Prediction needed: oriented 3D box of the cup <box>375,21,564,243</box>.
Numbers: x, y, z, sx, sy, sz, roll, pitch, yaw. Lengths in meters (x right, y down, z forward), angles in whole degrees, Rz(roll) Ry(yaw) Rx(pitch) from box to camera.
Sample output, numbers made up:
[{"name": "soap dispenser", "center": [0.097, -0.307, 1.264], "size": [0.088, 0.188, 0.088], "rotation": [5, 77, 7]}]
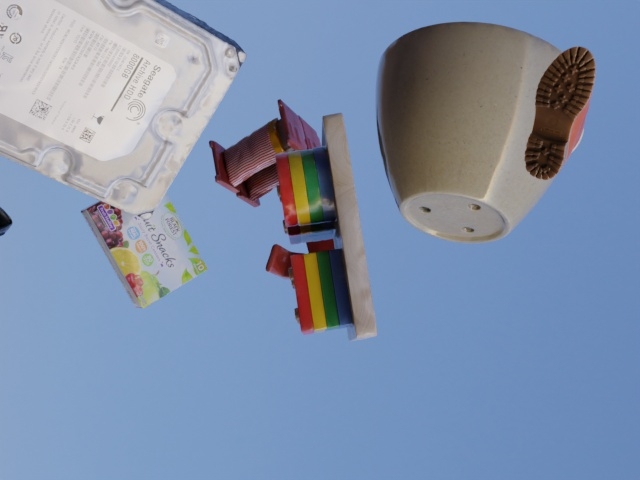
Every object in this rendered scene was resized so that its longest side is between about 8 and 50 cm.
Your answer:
[{"name": "cup", "center": [0.224, -0.135, 1.433], "size": [0.331, 0.331, 0.237], "rotation": [-16, -127, 52]}]

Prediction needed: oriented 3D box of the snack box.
[{"name": "snack box", "center": [-0.219, 0.000, 1.178], "size": [0.037, 0.100, 0.141], "rotation": [-5, -65, 62]}]

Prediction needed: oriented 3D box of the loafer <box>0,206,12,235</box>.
[{"name": "loafer", "center": [-0.443, -0.043, 1.172], "size": [0.223, 0.078, 0.076], "rotation": [108, -32, -78]}]

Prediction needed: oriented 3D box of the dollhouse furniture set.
[{"name": "dollhouse furniture set", "center": [-0.085, -0.083, 1.967], "size": [0.201, 0.152, 0.374], "rotation": [-30, -126, 20]}]

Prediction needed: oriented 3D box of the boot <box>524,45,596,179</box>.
[{"name": "boot", "center": [0.286, -0.155, 1.096], "size": [0.059, 0.085, 0.158], "rotation": [27, -57, 23]}]

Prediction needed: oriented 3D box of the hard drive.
[{"name": "hard drive", "center": [-0.281, -0.190, 1.024], "size": [0.237, 0.339, 0.064], "rotation": [-56, -150, 13]}]

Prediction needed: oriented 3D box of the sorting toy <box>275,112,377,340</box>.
[{"name": "sorting toy", "center": [0.000, 0.000, 1.167], "size": [0.257, 0.089, 0.255], "rotation": [90, -8, -83]}]
